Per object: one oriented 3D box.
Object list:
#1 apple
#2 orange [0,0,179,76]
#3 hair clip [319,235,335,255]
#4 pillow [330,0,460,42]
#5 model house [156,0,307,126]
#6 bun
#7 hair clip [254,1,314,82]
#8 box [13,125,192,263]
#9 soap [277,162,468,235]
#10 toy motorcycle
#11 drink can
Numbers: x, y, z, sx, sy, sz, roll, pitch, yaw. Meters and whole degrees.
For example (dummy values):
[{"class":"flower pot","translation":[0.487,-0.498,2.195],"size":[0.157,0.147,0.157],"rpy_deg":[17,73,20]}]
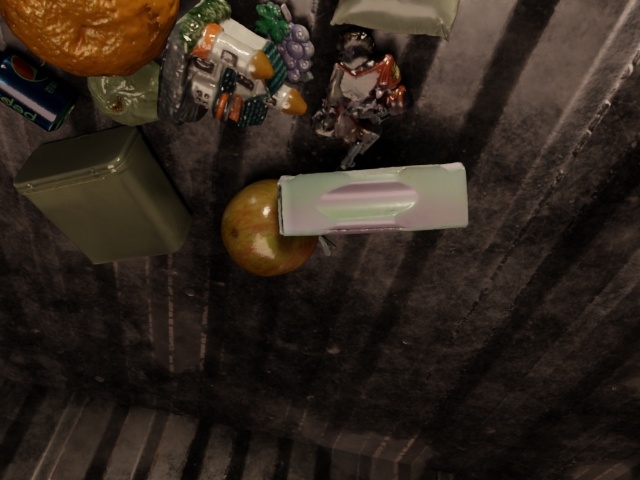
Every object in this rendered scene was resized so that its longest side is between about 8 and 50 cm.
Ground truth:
[{"class":"apple","translation":[-0.145,-0.029,1.504],"size":[0.264,0.264,0.264],"rpy_deg":[5,136,5]},{"class":"orange","translation":[-0.443,-0.492,1.061],"size":[0.340,0.294,0.341],"rpy_deg":[-5,147,-3]},{"class":"hair clip","translation":[0.001,0.000,1.655],"size":[0.030,0.039,0.115],"rpy_deg":[-27,123,25]},{"class":"pillow","translation":[0.154,-0.488,1.102],"size":[0.253,0.078,0.144],"rpy_deg":[9,117,2]},{"class":"model house","translation":[-0.175,-0.335,1.213],"size":[0.300,0.190,0.271],"rpy_deg":[25,135,-4]},{"class":"bun","translation":[-0.458,-0.354,1.326],"size":[0.195,0.118,0.196],"rpy_deg":[3,134,3]},{"class":"hair clip","translation":[-0.070,-0.439,1.221],"size":[0.124,0.052,0.195],"rpy_deg":[-14,126,37]},{"class":"box","translation":[-0.594,-0.112,1.557],"size":[0.351,0.178,0.344],"rpy_deg":[-8,134,17]},{"class":"soap","translation":[0.128,-0.098,1.355],"size":[0.445,0.261,0.156],"rpy_deg":[-2,95,11]},{"class":"toy motorcycle","translation":[0.084,-0.284,1.287],"size":[0.207,0.134,0.401],"rpy_deg":[22,134,-3]},{"class":"drink can","translation":[-0.719,-0.366,1.361],"size":[0.204,0.118,0.118],"rpy_deg":[34,131,-23]}]
